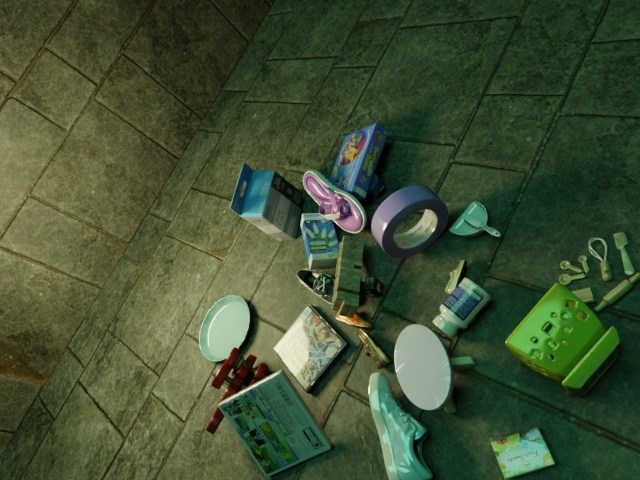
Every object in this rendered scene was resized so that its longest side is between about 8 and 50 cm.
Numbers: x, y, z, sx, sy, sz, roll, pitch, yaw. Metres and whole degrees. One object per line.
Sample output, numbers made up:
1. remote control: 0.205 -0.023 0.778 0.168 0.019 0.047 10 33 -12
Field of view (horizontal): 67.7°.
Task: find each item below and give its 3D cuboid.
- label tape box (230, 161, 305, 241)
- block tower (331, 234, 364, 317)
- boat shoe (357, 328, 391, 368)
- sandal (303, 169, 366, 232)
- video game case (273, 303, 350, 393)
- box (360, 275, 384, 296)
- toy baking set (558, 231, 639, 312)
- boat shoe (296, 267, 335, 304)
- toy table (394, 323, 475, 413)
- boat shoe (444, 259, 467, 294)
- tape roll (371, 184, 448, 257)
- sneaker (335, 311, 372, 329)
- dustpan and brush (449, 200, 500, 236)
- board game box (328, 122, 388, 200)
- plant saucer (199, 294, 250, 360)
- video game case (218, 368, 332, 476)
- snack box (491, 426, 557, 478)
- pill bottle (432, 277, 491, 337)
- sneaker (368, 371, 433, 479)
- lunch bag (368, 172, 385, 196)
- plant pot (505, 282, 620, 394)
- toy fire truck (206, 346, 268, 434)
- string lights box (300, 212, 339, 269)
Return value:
1. label tape box: -0.236 -0.180 2.220 0.115 0.348 0.249 -7 61 36
2. block tower: 0.109 0.130 1.875 0.097 0.091 0.335 109 172 -49
3. boat shoe: 0.183 0.392 1.738 0.060 0.064 0.178 -46 48 4
4. sandal: 0.036 -0.156 2.056 0.416 0.102 0.169 42 138 37
5. video game case: -0.043 0.427 1.917 0.248 0.035 0.275 -51 45 1
6. box: 0.199 0.179 1.841 0.062 0.083 0.052 -9 58 35
7. toy baking set: 0.839 0.089 1.426 0.256 0.030 0.196 -40 46 12
8. boat shoe: 0.016 0.187 1.968 0.301 0.102 0.108 26 82 45
9. toy table: 0.351 0.417 1.522 0.252 0.161 0.274 -20 52 28
10. boat shoe: 0.475 0.126 1.678 0.045 0.050 0.135 16 75 37
11. tape roll: 0.329 -0.066 1.753 0.275 0.275 0.090 -40 46 12
12. sneaker: 0.129 0.298 1.838 0.175 0.064 0.067 15 78 43
13. dustpan and brush: 0.567 -0.056 1.709 0.147 0.060 0.211 -50 45 2
14. board game box: 0.154 -0.338 2.150 0.233 0.078 0.346 -7 58 57
15. plant saucer: -0.441 0.413 2.236 0.318 0.044 0.317 -20 53 28
16. video game case: -0.166 0.663 1.720 0.300 0.036 0.329 -32 93 19
17. snack box: 0.565 0.593 1.330 0.141 0.037 0.100 -31 50 20
18. pill bottle: 0.464 0.227 1.582 0.186 0.112 0.112 -50 45 2
19. sneaker: 0.264 0.589 1.521 0.150 0.135 0.365 -23 60 16
20. lunch bag: 0.241 -0.240 2.077 0.067 0.065 0.098 -42 35 23
21. plant pot: 0.676 0.285 1.307 0.227 0.228 0.207 -50 51 2
22. toy fire truck: -0.351 0.599 1.924 0.253 0.169 0.302 -60 0 18
23. string lights box: 0.000 0.000 2.070 0.134 0.076 0.259 -3 51 -13
